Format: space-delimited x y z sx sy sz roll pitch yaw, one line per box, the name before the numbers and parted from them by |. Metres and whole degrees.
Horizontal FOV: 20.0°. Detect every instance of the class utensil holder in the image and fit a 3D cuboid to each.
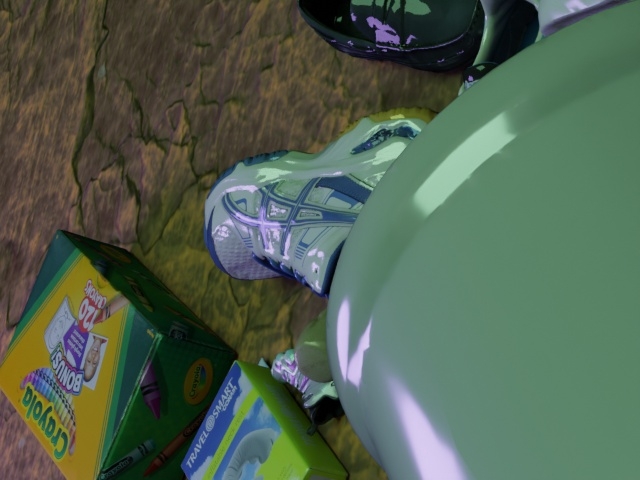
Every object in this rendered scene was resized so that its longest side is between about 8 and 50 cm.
utensil holder | 0.213 0.131 0.775 0.327 0.328 0.385 -55 38 26

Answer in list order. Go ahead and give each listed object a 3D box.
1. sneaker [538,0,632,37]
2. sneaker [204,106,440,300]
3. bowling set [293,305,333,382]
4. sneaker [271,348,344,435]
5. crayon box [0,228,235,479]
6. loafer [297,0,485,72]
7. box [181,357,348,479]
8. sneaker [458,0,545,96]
sneaker | 0.244 -0.256 1.096 0.323 0.130 0.236 -13 68 61
sneaker | 0.000 0.000 1.370 0.296 0.112 0.131 -24 55 52
bowling set | 0.144 0.059 1.115 0.287 0.200 0.154 -25 14 41
sneaker | -0.008 0.117 1.390 0.098 0.038 0.069 -23 55 52
crayon box | -0.192 0.115 1.640 0.278 0.081 0.165 36 105 57
loafer | 0.059 -0.173 1.395 0.223 0.078 0.076 9 83 58
box | -0.050 0.175 1.426 0.109 0.042 0.178 -62 33 15
sneaker | 0.126 -0.067 1.232 0.085 0.086 0.237 -15 63 52
